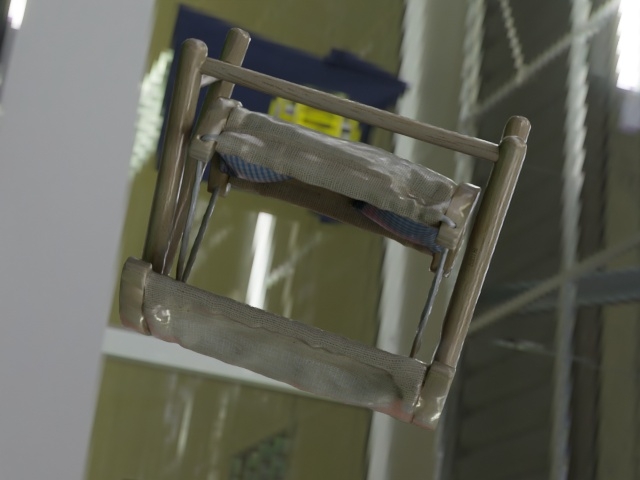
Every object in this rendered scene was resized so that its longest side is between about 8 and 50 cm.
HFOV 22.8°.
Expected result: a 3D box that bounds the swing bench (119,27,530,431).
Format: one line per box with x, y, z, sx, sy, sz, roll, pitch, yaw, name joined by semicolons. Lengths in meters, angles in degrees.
0.000;0.000;1.193;0.165;0.253;0.254;-48;155;-76;swing bench
